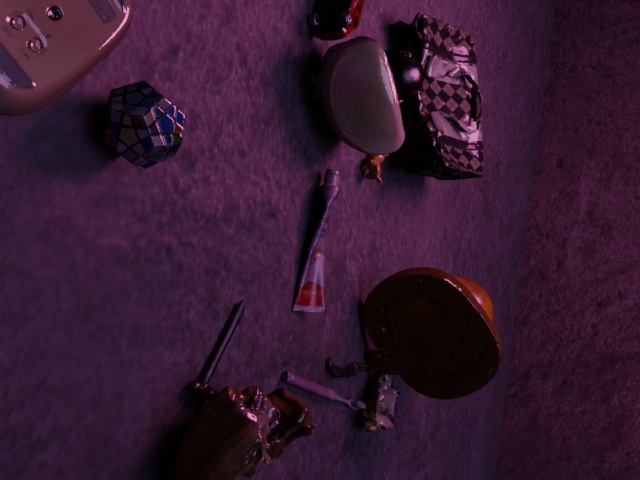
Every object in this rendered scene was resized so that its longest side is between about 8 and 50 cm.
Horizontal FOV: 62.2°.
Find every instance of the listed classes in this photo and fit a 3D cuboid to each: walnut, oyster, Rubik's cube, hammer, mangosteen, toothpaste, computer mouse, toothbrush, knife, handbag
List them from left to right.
[{"bbox_3d":[-0.304,-0.236,0.566,0.145,0.082,0.236,59,45,-41],"label":"computer mouse"},{"bbox_3d":[-0.228,-0.148,0.684,0.093,0.111,0.111,93,22,-53],"label":"Rubik's cube"},{"bbox_3d":[-0.164,0.181,0.893,0.065,0.021,0.178,55,47,-45],"label":"hammer"},{"bbox_3d":[-0.138,0.317,0.833,0.204,0.141,0.238,-50,158,12],"label":"walnut"},{"bbox_3d":[0.000,0.000,1.100,0.075,0.048,0.300,17,82,-61],"label":"toothpaste"},{"bbox_3d":[0.018,0.340,1.180,0.354,0.029,0.024,41,47,-51],"label":"toothbrush"},{"bbox_3d":[0.074,0.311,1.271,0.222,0.021,0.045,26,69,-54],"label":"knife"},{"bbox_3d":[0.153,0.421,1.374,0.132,0.072,0.209,58,27,-34],"label":"oyster"},{"bbox_3d":[0.176,-0.378,1.268,0.137,0.137,0.151,-42,161,-47],"label":"mangosteen"},{"bbox_3d":[0.313,-0.376,1.430,0.317,0.180,0.415,-2,89,-54],"label":"handbag"}]

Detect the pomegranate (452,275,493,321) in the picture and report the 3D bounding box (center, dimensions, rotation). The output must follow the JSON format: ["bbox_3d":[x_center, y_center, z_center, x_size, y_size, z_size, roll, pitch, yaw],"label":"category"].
[{"bbox_3d":[0.339,0.218,1.456,0.264,0.264,0.264,-10,102,-56],"label":"pomegranate"}]

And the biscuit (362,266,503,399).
[{"bbox_3d":[0.261,0.241,1.312,0.367,0.314,0.063,52,23,-10],"label":"biscuit"}]

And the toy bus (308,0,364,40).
[{"bbox_3d":[0.043,-0.483,1.080,0.089,0.081,0.195,42,57,-62],"label":"toy bus"}]

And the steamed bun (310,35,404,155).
[{"bbox_3d":[0.069,-0.284,1.078,0.170,0.153,0.238,-107,180,-59],"label":"steamed bun"}]

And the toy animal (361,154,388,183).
[{"bbox_3d":[0.139,-0.183,1.282,0.081,0.060,0.083,48,42,3],"label":"toy animal"}]
